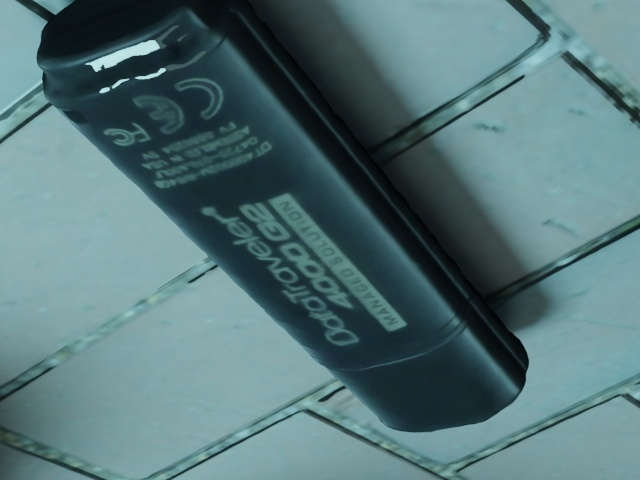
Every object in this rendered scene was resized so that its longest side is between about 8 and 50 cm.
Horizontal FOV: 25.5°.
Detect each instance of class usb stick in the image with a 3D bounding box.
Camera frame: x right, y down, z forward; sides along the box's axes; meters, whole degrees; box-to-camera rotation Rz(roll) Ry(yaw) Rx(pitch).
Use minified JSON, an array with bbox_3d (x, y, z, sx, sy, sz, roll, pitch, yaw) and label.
[{"bbox_3d":[0.000,0.000,0.529,0.077,0.045,0.278,-16,143,23],"label":"usb stick"}]
